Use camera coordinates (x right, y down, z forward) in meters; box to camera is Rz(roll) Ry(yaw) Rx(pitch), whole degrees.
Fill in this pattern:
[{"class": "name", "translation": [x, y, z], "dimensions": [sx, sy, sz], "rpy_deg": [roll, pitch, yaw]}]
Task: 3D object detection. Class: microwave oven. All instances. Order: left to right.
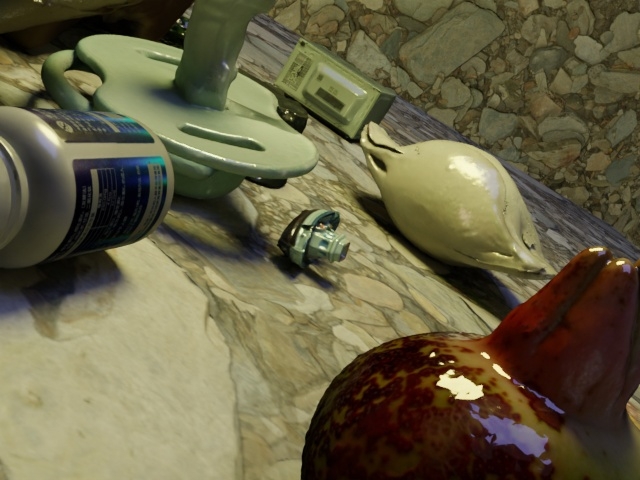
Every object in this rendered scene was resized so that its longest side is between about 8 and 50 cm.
[{"class": "microwave oven", "translation": [0.030, -0.312, 1.767], "dimensions": [0.208, 0.122, 0.162], "rpy_deg": [36, 17, 12]}]

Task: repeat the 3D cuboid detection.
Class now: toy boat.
[{"class": "toy boat", "translation": [0.000, 0.000, 0.915], "dimensions": [0.066, 0.059, 0.140], "rpy_deg": [19, 15, 14]}]

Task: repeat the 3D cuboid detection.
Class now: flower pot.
[{"class": "flower pot", "translation": [-0.090, -0.156, 1.124], "dimensions": [0.157, 0.107, 0.157], "rpy_deg": [29, 18, -10]}]

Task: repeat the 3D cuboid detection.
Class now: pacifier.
[{"class": "pacifier", "translation": [-0.132, -0.198, 0.889], "dimensions": [0.288, 0.269, 0.343], "rpy_deg": [8, 24, -30]}]

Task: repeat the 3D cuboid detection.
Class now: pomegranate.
[{"class": "pomegranate", "translation": [0.104, 0.113, 0.456], "dimensions": [0.214, 0.248, 0.214], "rpy_deg": [24, 18, -8]}]

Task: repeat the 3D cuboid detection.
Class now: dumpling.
[{"class": "dumpling", "translation": [0.220, -0.048, 1.286], "dimensions": [0.341, 0.181, 0.260], "rpy_deg": [16, -2, 27]}]

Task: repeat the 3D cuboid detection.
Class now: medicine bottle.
[{"class": "medicine bottle", "translation": [-0.191, -0.038, 0.586], "dimensions": [0.107, 0.107, 0.191], "rpy_deg": [37, 17, 12]}]

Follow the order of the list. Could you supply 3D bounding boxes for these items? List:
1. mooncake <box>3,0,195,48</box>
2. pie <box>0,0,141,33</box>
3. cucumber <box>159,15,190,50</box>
[{"class": "mooncake", "translation": [-0.322, -0.398, 1.159], "dimensions": [0.246, 0.393, 0.394], "rpy_deg": [53, -26, 0]}, {"class": "pie", "translation": [-0.300, -0.233, 0.786], "dimensions": [0.282, 0.068, 0.128], "rpy_deg": [-18, 41, -11]}, {"class": "cucumber", "translation": [-0.348, -0.411, 1.448], "dimensions": [0.293, 0.067, 0.067], "rpy_deg": [22, 19, -28]}]
